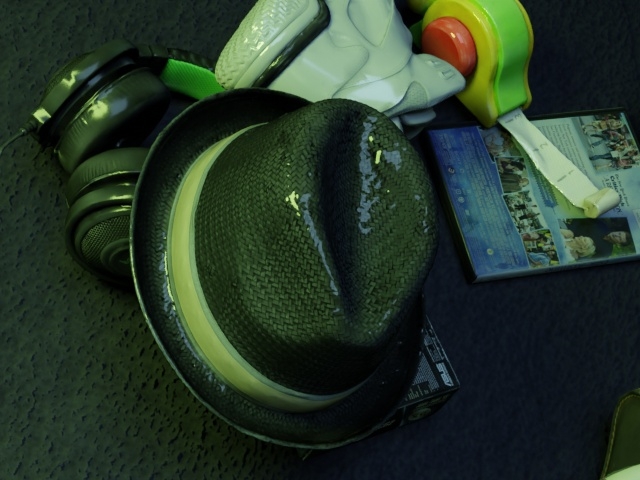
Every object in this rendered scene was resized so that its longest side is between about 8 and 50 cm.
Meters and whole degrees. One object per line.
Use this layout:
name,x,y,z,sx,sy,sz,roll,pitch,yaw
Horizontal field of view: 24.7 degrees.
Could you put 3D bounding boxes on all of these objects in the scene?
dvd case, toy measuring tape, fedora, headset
dvd case,0.244,-0.052,1.550,0.253,0.022,0.180,-7,65,-21
toy measuring tape,0.204,-0.171,1.524,0.121,0.121,0.330,-29,67,-29
fedora,0.000,0.000,1.236,0.334,0.152,0.334,15,61,-28
headset,-0.203,-0.058,1.365,0.394,0.185,0.243,-3,59,-37

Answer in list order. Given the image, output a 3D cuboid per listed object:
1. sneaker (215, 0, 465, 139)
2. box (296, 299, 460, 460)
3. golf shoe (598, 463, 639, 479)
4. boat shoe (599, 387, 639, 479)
sneaker,0.044,-0.214,1.502,0.210,0.137,0.366,39,43,-10
box,0.021,0.093,1.366,0.147,0.077,0.180,-16,69,-26
golf shoe,0.239,0.253,1.190,0.273,0.120,0.105,-26,75,-33
boat shoe,0.268,0.288,1.315,0.130,0.132,0.355,16,58,-10
